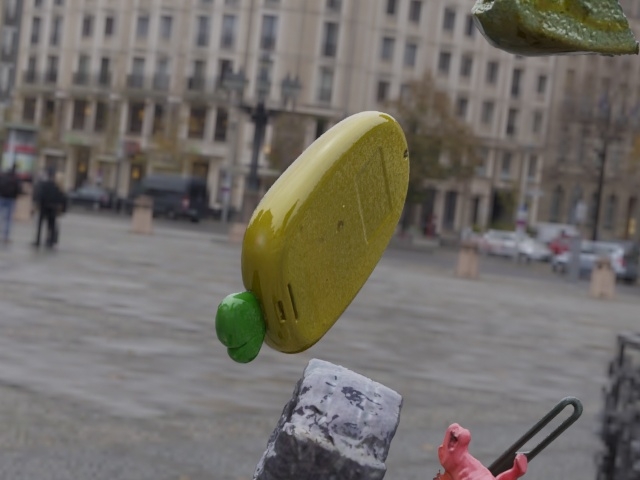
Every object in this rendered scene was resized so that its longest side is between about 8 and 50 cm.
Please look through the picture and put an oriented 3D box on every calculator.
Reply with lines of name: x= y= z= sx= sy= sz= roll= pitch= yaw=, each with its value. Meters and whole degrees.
calculator: x=0.000 y=0.000 z=1.038 sx=0.032 sy=0.146 sz=0.235 roll=17 pitch=51 yaw=29

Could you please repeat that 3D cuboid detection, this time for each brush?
brush: x=0.169 y=0.239 z=1.409 sx=0.062 sy=0.266 sz=0.027 roll=33 pitch=35 yaw=-8

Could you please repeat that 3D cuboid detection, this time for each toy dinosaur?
toy dinosaur: x=0.142 y=0.317 z=1.342 sx=0.139 sy=0.286 sz=0.070 roll=-21 pitch=-17 yaw=32

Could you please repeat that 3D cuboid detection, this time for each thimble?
thimble: x=0.004 y=0.187 z=1.264 sx=0.098 sy=0.150 sz=0.150 roll=25 pitch=1 yaw=-2

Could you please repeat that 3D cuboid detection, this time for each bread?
bread: x=0.196 y=-0.204 z=1.253 sx=0.110 sy=0.156 sz=0.103 roll=-36 pitch=10 yaw=-14
